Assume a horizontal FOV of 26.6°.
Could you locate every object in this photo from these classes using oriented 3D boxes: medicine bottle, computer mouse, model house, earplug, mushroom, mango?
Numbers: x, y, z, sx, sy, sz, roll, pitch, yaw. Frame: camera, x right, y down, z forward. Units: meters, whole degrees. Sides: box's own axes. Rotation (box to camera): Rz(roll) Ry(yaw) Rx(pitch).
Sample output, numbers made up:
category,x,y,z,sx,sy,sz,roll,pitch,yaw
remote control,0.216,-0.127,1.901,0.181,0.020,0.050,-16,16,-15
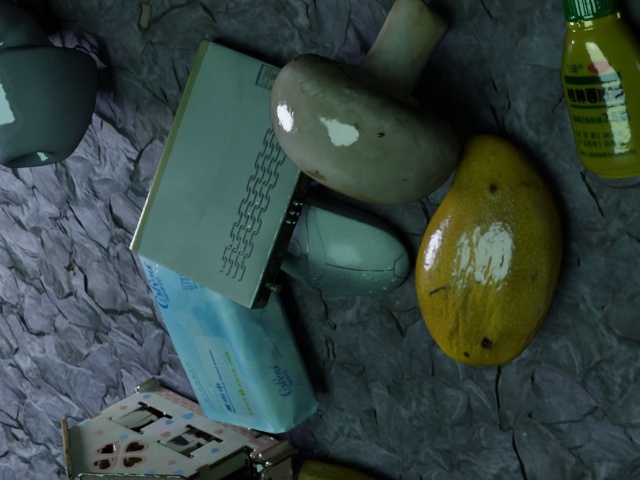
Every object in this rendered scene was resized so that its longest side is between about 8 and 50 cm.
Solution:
category,x,y,z,sx,sy,sz,roll,pitch,yaw
medicine bottle,0.264,-0.187,1.280,0.095,0.064,0.260,5,116,48
computer mouse,-0.002,0.003,1.587,0.229,0.068,0.113,18,123,29
model house,-0.217,0.330,1.789,0.326,0.244,0.169,18,118,41
earplug,-0.425,-0.222,1.689,0.326,0.214,0.175,35,90,10
mushroom,0.061,-0.148,1.389,0.207,0.207,0.215,30,95,21
mango,0.175,0.020,1.434,0.157,0.109,0.262,20,123,33

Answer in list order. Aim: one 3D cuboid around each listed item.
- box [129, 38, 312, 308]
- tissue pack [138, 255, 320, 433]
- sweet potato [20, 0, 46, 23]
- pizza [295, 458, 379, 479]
category,x,y,z,sx,sy,sz,roll,pitch,yaw
box,-0.096,-0.076,1.561,0.211,0.045,0.270,23,99,25
tissue pack,-0.119,0.110,1.714,0.177,0.089,0.263,2,115,49
sweet potato,-0.366,-0.359,1.670,0.068,0.060,0.205,15,132,20
pizza,0.058,0.429,1.783,0.280,0.075,0.287,32,128,26
